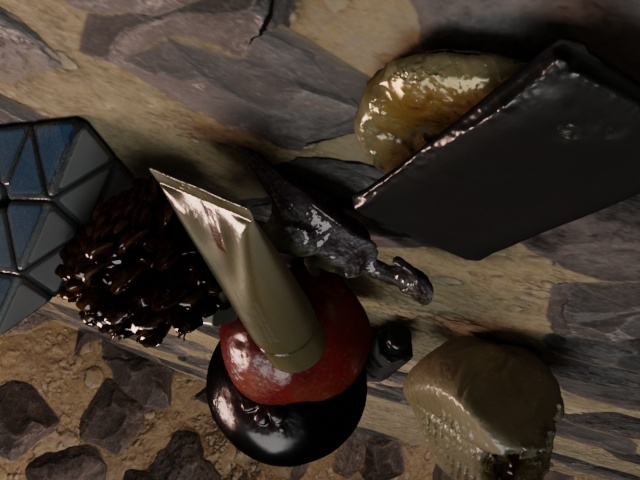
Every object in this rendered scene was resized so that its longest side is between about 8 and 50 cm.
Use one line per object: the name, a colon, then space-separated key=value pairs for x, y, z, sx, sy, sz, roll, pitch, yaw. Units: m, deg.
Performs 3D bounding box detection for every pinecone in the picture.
pinecone: x=-0.209 y=0.032 z=1.043 sx=0.221 sy=0.221 sz=0.221 roll=17 pitch=163 yaw=5

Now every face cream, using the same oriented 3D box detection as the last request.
face cream: x=-0.077 y=0.042 z=0.961 sx=0.137 sy=0.084 sz=0.341 roll=23 pitch=156 yaw=31

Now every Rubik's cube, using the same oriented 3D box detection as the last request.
Rubik's cube: x=-0.359 y=-0.049 z=1.112 sx=0.233 sy=0.229 sz=0.228 roll=-106 pitch=-3 yaw=-67

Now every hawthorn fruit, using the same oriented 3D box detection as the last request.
hawthorn fruit: x=-0.038 y=0.131 z=1.222 sx=0.230 sy=0.210 sz=0.266 roll=7 pitch=159 yaw=2

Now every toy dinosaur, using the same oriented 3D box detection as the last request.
toy dinosaur: x=0.004 y=-0.006 z=0.975 sx=0.294 sy=0.077 sz=0.162 roll=25 pitch=161 yaw=-22

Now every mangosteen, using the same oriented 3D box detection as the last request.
mangosteen: x=-0.058 y=0.268 z=1.525 sx=0.297 sy=0.297 sz=0.313 roll=15 pitch=159 yaw=11

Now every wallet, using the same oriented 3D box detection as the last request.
wallet: x=0.142 y=-0.047 z=0.623 sx=0.146 sy=0.030 sz=0.285 roll=20 pitch=156 yaw=-19

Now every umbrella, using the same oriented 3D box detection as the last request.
umbrella: x=0.118 y=0.206 z=1.516 sx=0.067 sy=0.073 sz=0.337 roll=-18 pitch=166 yaw=-9

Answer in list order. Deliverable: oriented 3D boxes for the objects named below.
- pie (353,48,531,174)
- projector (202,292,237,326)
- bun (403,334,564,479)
pie: x=0.123 y=-0.089 z=0.645 sx=0.218 sy=0.052 sz=0.185 roll=1 pitch=150 yaw=39
projector: x=-0.171 y=0.039 z=1.177 sx=0.115 sy=0.147 sz=0.061 roll=5 pitch=-171 yaw=39
bun: x=0.270 y=0.262 z=1.318 sx=0.281 sy=0.205 sz=0.281 roll=41 pitch=149 yaw=31
